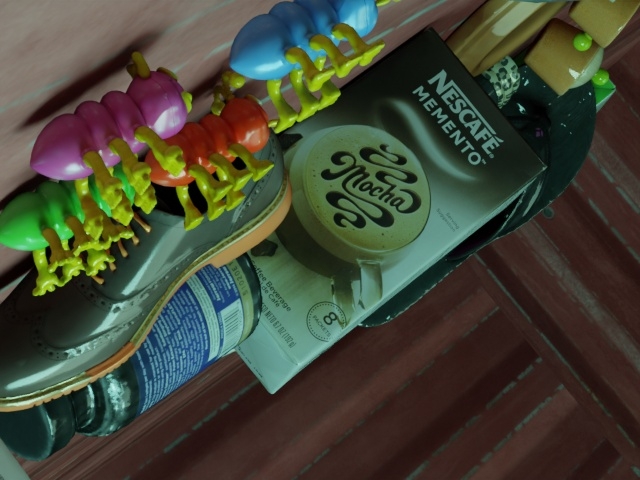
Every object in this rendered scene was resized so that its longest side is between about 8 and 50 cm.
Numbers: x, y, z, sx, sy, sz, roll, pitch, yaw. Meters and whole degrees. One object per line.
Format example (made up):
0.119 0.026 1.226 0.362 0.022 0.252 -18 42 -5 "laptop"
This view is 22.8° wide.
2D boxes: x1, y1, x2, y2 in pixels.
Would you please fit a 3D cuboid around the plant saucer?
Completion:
0.199 -0.227 1.598 0.200 0.037 0.200 -39 176 -4 "plant saucer"

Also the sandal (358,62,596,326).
0.192 -0.052 2.015 0.446 0.167 0.107 -44 -168 -1 "sandal"

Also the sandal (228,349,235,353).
-0.107 0.079 1.745 0.265 0.102 0.076 -34 176 -31 "sandal"

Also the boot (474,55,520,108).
0.123 -0.119 1.764 0.178 0.085 0.236 -43 -179 -15 "boot"

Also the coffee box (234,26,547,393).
0.027 -0.028 1.386 0.297 0.168 0.119 -38 175 -22 "coffee box"

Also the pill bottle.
-0.157 0.074 1.217 0.219 0.123 0.123 -34 173 -40 "pill bottle"

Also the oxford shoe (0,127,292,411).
-0.137 0.005 1.068 0.271 0.097 0.098 -42 156 -18 "oxford shoe"

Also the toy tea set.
0.344 -0.257 1.641 0.200 0.124 0.336 -56 -177 -23 "toy tea set"

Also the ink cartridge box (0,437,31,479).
-0.305 0.195 1.085 0.203 0.148 0.086 -43 172 28 "ink cartridge box"

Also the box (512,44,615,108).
0.259 -0.151 2.194 0.262 0.126 0.231 -39 176 -1 "box"

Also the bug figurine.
-0.076 -0.062 0.889 0.216 0.072 0.279 -30 176 -26 "bug figurine"
